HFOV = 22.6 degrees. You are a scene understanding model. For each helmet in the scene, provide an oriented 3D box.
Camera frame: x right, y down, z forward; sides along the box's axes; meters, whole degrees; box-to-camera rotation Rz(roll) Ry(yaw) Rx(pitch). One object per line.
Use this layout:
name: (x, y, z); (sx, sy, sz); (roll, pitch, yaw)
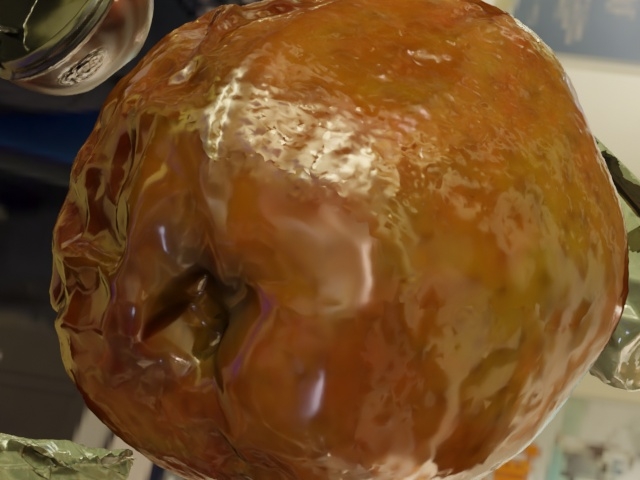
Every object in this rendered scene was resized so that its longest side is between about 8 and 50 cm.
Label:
helmet: (-0.268, -0.248, 1.625); (0.193, 0.189, 0.216); (36, 25, -50)

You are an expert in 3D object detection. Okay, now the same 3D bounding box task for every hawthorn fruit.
hawthorn fruit: (0.000, 0.000, 1.258); (0.472, 0.472, 0.471); (7, 90, -78)

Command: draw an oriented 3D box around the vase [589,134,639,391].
vase: (0.261, -0.024, 1.561); (0.165, 0.165, 0.360); (84, -13, -47)

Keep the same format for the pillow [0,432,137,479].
pillow: (-0.347, 0.296, 1.518); (0.283, 0.138, 0.310); (10, 128, -51)
